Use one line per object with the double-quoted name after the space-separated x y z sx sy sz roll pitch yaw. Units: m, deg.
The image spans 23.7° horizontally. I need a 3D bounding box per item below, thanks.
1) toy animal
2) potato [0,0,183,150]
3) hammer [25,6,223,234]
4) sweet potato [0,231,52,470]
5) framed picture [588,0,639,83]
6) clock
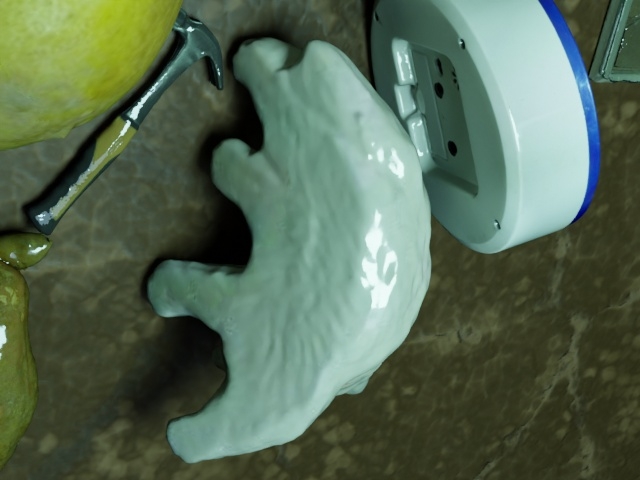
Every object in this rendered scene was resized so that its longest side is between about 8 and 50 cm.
0.000 0.000 1.224 0.188 0.266 0.308 -3 77 -46 "toy animal"
-0.145 -0.230 0.871 0.397 0.290 0.296 -30 124 5 "potato"
-0.148 -0.083 1.155 0.201 0.021 0.078 -49 131 4 "hammer"
-0.285 0.131 1.152 0.124 0.098 0.310 38 99 -11 "sweet potato"
0.400 -0.249 1.395 0.315 0.024 0.232 -3 119 -32 "framed picture"
0.120 -0.107 1.170 0.083 0.230 0.230 -19 126 -16 "clock"
